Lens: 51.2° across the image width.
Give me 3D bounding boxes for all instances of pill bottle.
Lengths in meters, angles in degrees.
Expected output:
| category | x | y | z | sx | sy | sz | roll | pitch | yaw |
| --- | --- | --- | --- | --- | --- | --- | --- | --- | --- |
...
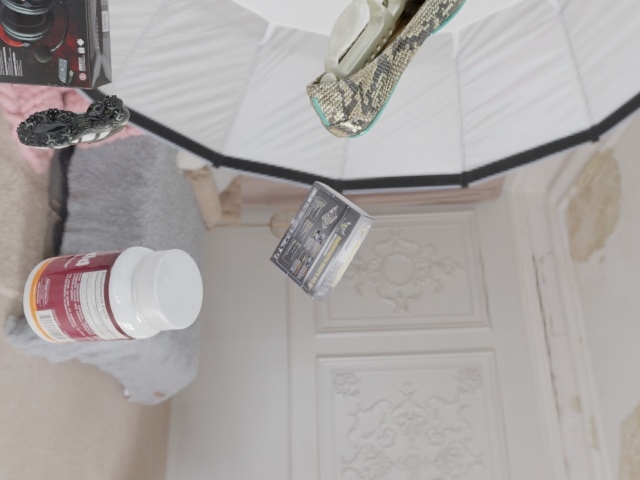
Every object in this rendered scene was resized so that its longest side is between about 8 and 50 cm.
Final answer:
| category | x | y | z | sx | sy | sz | roll | pitch | yaw |
| --- | --- | --- | --- | --- | --- | --- | --- | --- | --- |
| pill bottle | -0.504 | 0.133 | 1.635 | 0.224 | 0.392 | 0.224 | -7 | 90 | -67 |

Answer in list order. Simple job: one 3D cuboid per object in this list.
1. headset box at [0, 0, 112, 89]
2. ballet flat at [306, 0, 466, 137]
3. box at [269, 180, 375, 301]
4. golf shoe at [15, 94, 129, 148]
| category | x | y | z | sx | sy | sz | roll | pitch | yaw |
| --- | --- | --- | --- | --- | --- | --- | --- | --- | --- |
| headset box | -0.516 | -0.378 | 1.127 | 0.110 | 0.293 | 0.218 | -80 | 175 | -70 |
| ballet flat | 0.134 | -0.418 | 1.293 | 0.483 | 0.164 | 0.182 | -54 | 129 | -18 |
| box | 0.000 | 0.000 | 1.585 | 0.056 | 0.183 | 0.231 | 19 | 105 | -49 |
| golf shoe | -0.447 | -0.200 | 1.224 | 0.094 | 0.198 | 0.077 | 126 | -52 | -71 |
